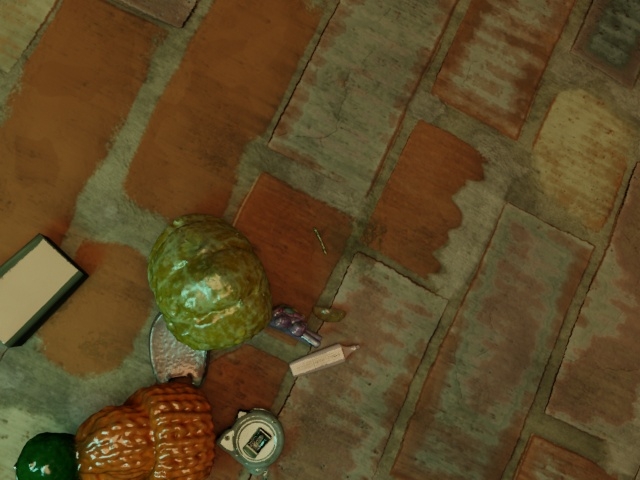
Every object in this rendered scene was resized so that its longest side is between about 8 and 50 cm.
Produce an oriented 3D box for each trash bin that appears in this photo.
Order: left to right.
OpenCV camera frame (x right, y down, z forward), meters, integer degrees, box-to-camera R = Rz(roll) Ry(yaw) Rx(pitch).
[{"bbox_3d":[-0.716,0.122,1.512,0.164,0.122,0.240,45,78,-2],"label":"trash bin"}]

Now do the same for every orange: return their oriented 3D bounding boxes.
[{"bbox_3d":[-0.277,0.082,1.480,0.271,0.210,0.368,-26,68,-11],"label":"orange"}]

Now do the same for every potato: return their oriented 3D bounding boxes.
[{"bbox_3d":[0.025,0.201,1.656,0.093,0.036,0.037,11,80,-8],"label":"potato"}]

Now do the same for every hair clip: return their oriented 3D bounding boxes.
[{"bbox_3d":[-0.124,0.198,1.592,0.279,0.137,0.090,16,96,1],"label":"hair clip"}]

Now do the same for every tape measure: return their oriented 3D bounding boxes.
[{"bbox_3d":[-0.105,0.565,1.576,0.330,0.084,0.164,37,84,-2],"label":"tape measure"}]

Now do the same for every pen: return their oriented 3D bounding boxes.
[{"bbox_3d":[0.015,0.316,1.645,0.197,0.032,0.053,-19,87,-9],"label":"pen"}]

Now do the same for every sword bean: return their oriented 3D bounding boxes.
[{"bbox_3d":[0.000,0.000,1.686,0.012,0.012,0.083,-23,86,-10],"label":"sword bean"}]

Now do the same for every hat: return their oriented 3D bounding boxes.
[{"bbox_3d":[-0.454,0.443,1.395,0.401,0.285,0.285,13,82,-30],"label":"hat"}]

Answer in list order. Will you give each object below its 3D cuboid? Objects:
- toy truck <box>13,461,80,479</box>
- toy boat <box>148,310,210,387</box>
[{"bbox_3d":[-0.641,0.651,1.446,0.137,0.162,0.305,-5,85,-9],"label":"toy truck"},{"bbox_3d":[-0.359,0.266,1.581,0.155,0.085,0.227,-3,96,0],"label":"toy boat"}]
